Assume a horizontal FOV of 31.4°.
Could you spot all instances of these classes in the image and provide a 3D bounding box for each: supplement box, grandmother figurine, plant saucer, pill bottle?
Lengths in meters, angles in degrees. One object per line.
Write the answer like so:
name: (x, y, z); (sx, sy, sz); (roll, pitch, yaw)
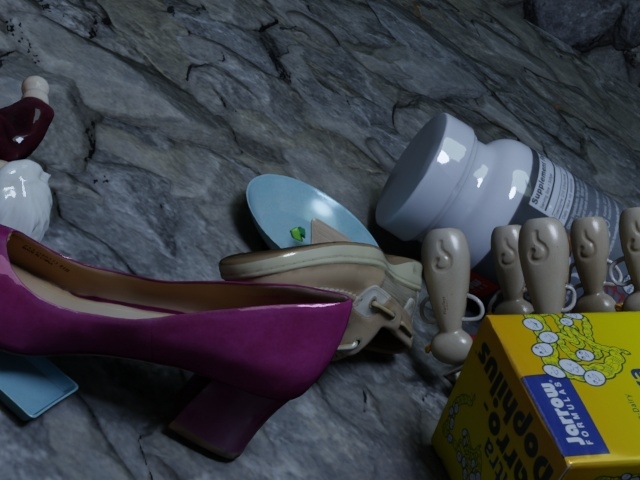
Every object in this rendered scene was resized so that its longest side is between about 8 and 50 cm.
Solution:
supplement box: (0.325, 0.202, 1.138); (0.356, 0.195, 0.194); (0, 40, -21)
grandmother figurine: (-0.352, -0.120, 1.091); (0.208, 0.104, 0.342); (-21, 60, -28)
plant saucer: (-0.013, -0.003, 1.361); (0.195, 0.037, 0.195); (29, 27, -16)
pill bottle: (0.268, -0.006, 1.511); (0.363, 0.210, 0.210); (30, 27, -12)
plant saucer: (-0.287, 0.074, 0.929); (0.192, 0.018, 0.067); (39, 26, 8)

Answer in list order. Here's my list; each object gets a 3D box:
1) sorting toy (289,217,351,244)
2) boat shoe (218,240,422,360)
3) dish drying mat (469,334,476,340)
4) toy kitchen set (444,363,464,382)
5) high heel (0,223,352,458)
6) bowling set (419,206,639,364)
sorting toy: (0.000, 0.000, 1.315); (0.083, 0.012, 0.062); (31, 31, -18)
boat shoe: (0.018, 0.066, 1.145); (0.341, 0.121, 0.110); (11, 76, -59)
dish drying mat: (0.205, 0.149, 1.408); (0.032, 0.008, 0.083); (10, 37, -41)
toy kitchen set: (0.188, 0.174, 1.309); (0.083, 0.068, 0.075); (-19, 83, -49)
high heel: (-0.163, 0.026, 0.943); (0.377, 0.181, 0.127); (31, 18, -21)
bowling set: (0.272, 0.053, 1.300); (0.200, 0.287, 0.154); (2, 83, -64)
